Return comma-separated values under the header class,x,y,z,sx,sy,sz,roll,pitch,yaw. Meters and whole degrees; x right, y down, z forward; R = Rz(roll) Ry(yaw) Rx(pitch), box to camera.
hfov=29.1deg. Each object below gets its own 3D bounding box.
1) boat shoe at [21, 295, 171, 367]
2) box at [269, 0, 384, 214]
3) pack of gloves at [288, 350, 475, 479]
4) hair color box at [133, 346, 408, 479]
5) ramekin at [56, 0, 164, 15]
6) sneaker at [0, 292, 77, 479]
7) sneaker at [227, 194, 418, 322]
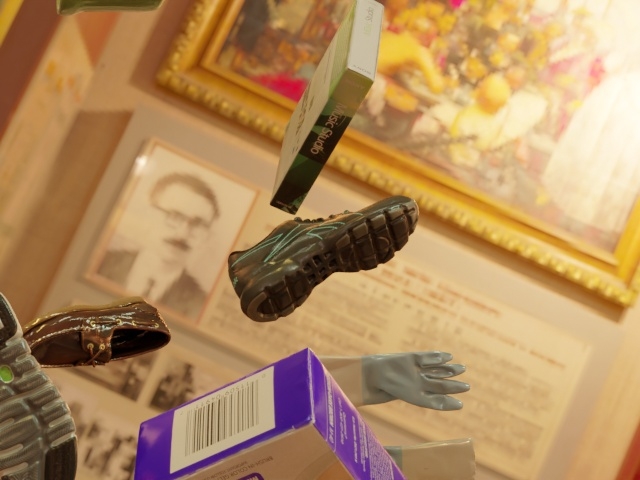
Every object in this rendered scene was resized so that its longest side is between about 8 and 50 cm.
class,x,y,z,sx,sy,sz,roll,pitch,yaw
boat shoe,-0.276,0.120,1.512,0.207,0.073,0.073,-14,51,-42
box,0.011,-0.229,2.095,0.058,0.232,0.322,21,-49,-11
pack of gloves,0.078,0.235,1.565,0.232,0.195,0.046,-2,7,1
hair color box,-0.006,0.277,1.151,0.339,0.185,0.110,55,17,-32
ramekin,-0.292,-0.467,1.753,0.148,0.303,0.303,3,-1,-15
sneaker,-0.305,0.155,1.237,0.086,0.228,0.132,-20,-3,-15
sneaker,0.000,0.000,1.605,0.106,0.267,0.101,56,-11,40
